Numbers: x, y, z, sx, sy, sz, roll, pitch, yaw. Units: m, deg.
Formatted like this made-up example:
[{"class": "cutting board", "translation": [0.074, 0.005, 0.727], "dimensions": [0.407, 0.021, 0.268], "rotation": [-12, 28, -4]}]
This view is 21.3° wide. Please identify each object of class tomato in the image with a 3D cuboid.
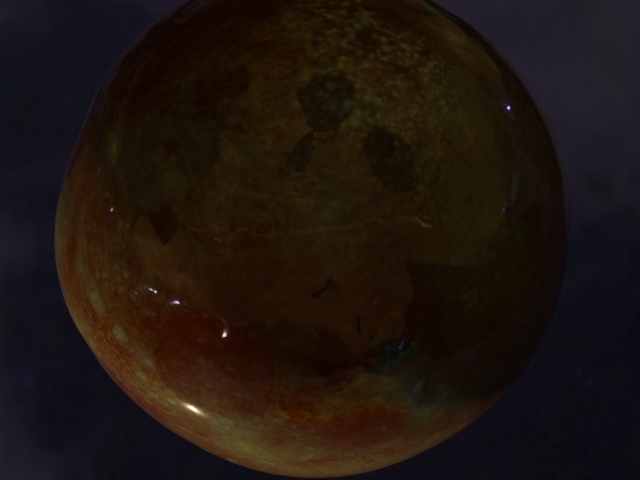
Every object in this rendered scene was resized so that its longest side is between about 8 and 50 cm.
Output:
[{"class": "tomato", "translation": [0.000, 0.000, 0.880], "dimensions": [0.270, 0.270, 0.222], "rotation": [-19, -141, -4]}]

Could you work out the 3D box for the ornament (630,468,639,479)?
[{"class": "ornament", "translation": [0.211, 0.046, 0.806], "dimensions": [0.153, 0.166, 0.196], "rotation": [9, -127, -9]}]
